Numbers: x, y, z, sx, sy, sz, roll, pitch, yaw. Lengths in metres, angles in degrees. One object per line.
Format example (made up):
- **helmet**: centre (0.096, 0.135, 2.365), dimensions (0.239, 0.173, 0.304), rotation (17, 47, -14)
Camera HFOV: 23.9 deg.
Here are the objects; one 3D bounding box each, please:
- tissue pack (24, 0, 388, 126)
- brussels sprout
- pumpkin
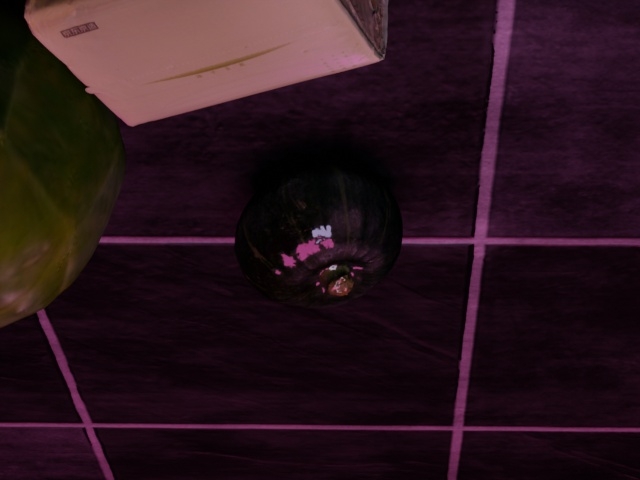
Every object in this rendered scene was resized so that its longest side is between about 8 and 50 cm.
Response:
- **tissue pack**: centre (-0.084, -0.191, 1.156), dimensions (0.234, 0.125, 0.159), rotation (-11, 147, 22)
- **brussels sprout**: centre (-0.344, -0.076, 1.222), dimensions (0.355, 0.289, 0.281), rotation (26, 162, 4)
- **pumpkin**: centre (-0.001, -0.003, 1.479), dimensions (0.167, 0.125, 0.167), rotation (5, 141, 5)
